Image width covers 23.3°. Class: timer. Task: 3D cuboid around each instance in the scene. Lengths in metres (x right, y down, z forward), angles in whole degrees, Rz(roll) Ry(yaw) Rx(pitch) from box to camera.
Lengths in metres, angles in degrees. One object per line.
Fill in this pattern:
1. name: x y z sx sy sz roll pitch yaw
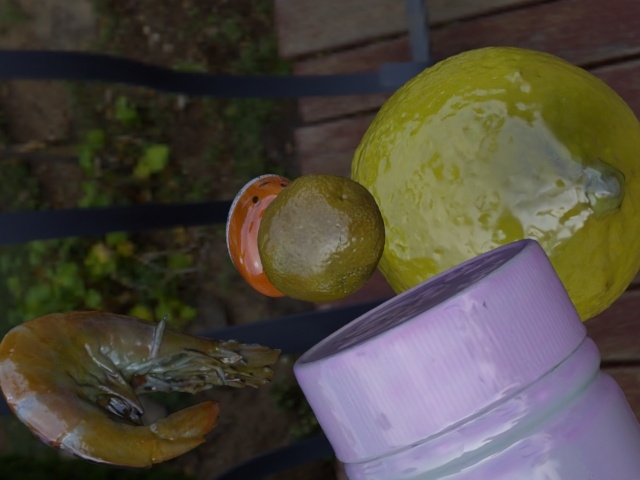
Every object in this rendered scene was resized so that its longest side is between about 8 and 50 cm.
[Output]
1. timer: -0.049 0.000 1.679 0.136 0.099 0.136 169 90 -82

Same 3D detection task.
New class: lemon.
1. lemon: 0.187 -0.047 1.607 0.336 0.336 0.336 5 98 39

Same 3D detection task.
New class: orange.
1. orange: 0.000 0.000 1.045 0.085 0.085 0.095 55 139 21

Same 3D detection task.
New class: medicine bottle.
1. medicine bottle: 0.138 0.179 1.092 0.202 0.202 0.315 -24 94 39

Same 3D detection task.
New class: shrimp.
1. shrimp: -0.128 0.106 1.167 0.150 0.249 0.068 54 130 28
